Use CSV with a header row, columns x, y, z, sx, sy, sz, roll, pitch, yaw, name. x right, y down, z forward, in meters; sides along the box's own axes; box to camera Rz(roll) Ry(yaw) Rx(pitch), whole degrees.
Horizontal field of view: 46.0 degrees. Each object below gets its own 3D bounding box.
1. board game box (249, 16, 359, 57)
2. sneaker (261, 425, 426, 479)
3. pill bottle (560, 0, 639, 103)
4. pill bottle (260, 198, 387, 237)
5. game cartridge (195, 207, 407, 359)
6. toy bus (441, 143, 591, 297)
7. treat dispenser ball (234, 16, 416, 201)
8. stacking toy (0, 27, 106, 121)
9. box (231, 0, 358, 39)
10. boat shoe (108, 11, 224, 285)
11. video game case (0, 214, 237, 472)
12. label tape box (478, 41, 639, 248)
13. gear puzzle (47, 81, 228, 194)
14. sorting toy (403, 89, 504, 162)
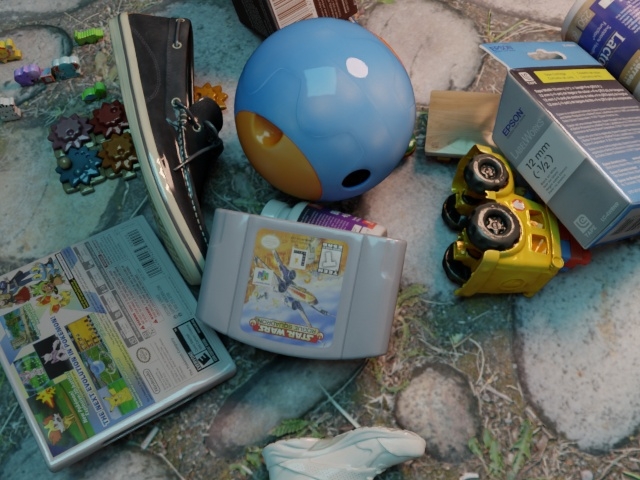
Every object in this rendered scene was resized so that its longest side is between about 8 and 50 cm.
x,y,z,sx,sy,sz,roll,pitch,yaw,name
-0.001,-0.321,1.398,0.210,0.047,0.160,-28,64,-9,board game box
0.037,0.325,1.054,0.232,0.090,0.115,-12,69,10,sneaker
0.554,-0.323,1.284,0.153,0.153,0.264,-34,64,-11,pill bottle
0.000,0.000,1.201,0.194,0.108,0.108,19,66,14,pill bottle
-0.034,0.071,1.118,0.297,0.062,0.198,10,84,12,game cartridge
0.308,-0.023,1.173,0.212,0.149,0.220,6,60,-6,toy bus
0.006,-0.204,1.198,0.288,0.288,0.288,-2,63,5,treat dispenser ball
-0.525,-0.329,1.454,0.221,0.052,0.167,-13,63,-1,stacking toy
-0.066,-0.483,1.390,0.167,0.168,0.203,-34,45,-11,box
-0.233,-0.170,1.255,0.156,0.187,0.500,-12,71,-11,boat shoe
-0.339,0.143,1.171,0.300,0.036,0.329,-26,64,-21,video game case
0.409,-0.165,1.186,0.249,0.115,0.347,-11,55,-36,label tape box
-0.328,-0.207,1.375,0.339,0.044,0.175,-20,63,-5,gear puzzle
0.261,-0.191,1.306,0.275,0.046,0.132,5,64,9,sorting toy
